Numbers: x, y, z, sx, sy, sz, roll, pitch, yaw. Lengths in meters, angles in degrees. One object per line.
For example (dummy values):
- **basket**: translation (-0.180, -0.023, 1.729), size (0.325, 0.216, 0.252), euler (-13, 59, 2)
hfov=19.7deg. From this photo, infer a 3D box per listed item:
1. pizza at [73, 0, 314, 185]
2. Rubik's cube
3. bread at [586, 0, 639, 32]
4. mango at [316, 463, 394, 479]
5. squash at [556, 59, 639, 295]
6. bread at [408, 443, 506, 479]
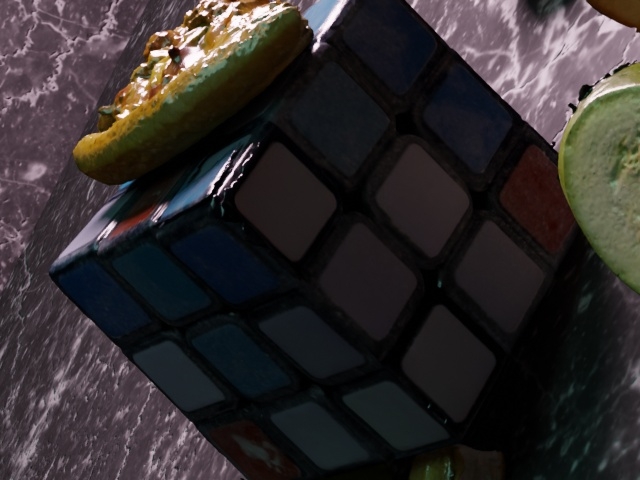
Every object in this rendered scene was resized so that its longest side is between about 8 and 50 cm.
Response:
- **pizza**: translation (-0.131, -0.141, 1.767), size (0.258, 0.087, 0.268), euler (-48, 18, 0)
- **Rubik's cube**: translation (0.000, 0.000, 1.864), size (0.359, 0.362, 0.363), euler (-29, 23, 52)
- **bread**: translation (0.312, -0.355, 1.789), size (0.207, 0.279, 0.279), euler (-51, 28, 29)
- **mango**: translation (-0.011, 0.322, 1.942), size (0.233, 0.111, 0.125), euler (-46, 36, 6)
- **squash**: translation (0.313, -0.027, 1.528), size (0.189, 0.189, 0.260), euler (-54, 21, 19)
- **bread**: translation (0.133, 0.237, 1.773), size (0.083, 0.076, 0.070), euler (-26, 54, 54)
